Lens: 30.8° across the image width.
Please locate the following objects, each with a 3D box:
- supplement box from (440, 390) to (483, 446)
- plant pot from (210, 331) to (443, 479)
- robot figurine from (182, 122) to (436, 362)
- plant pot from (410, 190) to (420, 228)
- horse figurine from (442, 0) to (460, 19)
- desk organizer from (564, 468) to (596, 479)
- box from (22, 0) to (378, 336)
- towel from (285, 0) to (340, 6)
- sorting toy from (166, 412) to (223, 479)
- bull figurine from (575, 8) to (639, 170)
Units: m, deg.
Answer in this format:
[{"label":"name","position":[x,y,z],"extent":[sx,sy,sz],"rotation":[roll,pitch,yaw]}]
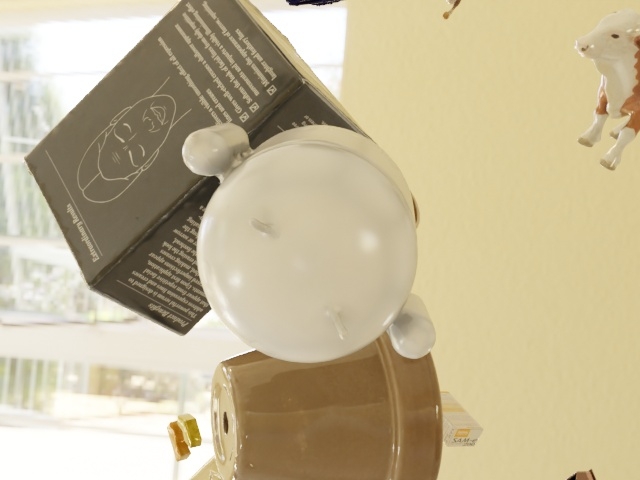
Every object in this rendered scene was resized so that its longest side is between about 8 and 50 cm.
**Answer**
[{"label":"supplement box","position":[0.199,0.279,1.819],"extent":[0.062,0.036,0.098],"rotation":[8,26,-37]},{"label":"plant pot","position":[-0.008,0.209,1.400],"extent":[0.229,0.263,0.263],"rotation":[-2,-3,-18]},{"label":"robot figurine","position":[-0.008,-0.003,1.118],"extent":[0.300,0.200,0.353],"rotation":[39,11,-5]},{"label":"plant pot","position":[0.000,0.000,1.913],"extent":[0.237,0.237,0.254],"rotation":[8,-49,-33]},{"label":"horse figurine","position":[0.250,-0.521,2.078],"extent":[0.066,0.263,0.174],"rotation":[17,39,20]},{"label":"desk organizer","position":[0.240,0.294,1.244],"extent":[0.050,0.047,0.130],"rotation":[8,-39,-35]},{"label":"box","position":[-0.173,-0.119,1.626],"extent":[0.212,0.395,0.293],"rotation":[37,14,-50]},{"label":"towel","position":[0.044,-0.477,1.542],"extent":[0.227,0.308,0.076],"rotation":[-4,2,32]},{"label":"sorting toy","position":[-0.160,0.403,1.791],"extent":[0.041,0.307,0.229],"rotation":[-10,-23,-26]},{"label":"bull figurine","position":[0.410,-0.194,1.471],"extent":[0.310,0.188,0.101],"rotation":[-6,38,-47]}]
